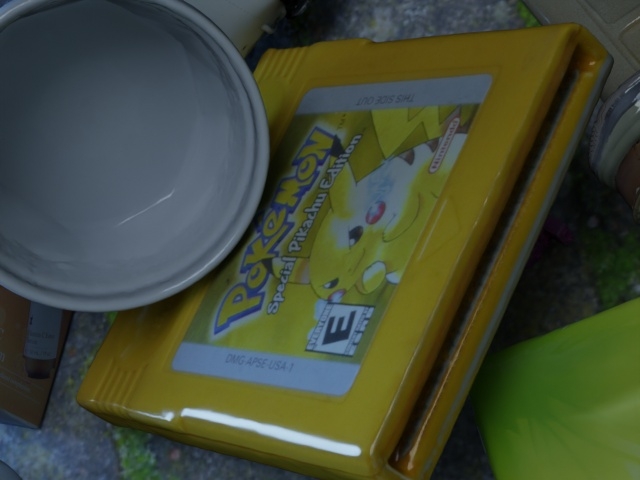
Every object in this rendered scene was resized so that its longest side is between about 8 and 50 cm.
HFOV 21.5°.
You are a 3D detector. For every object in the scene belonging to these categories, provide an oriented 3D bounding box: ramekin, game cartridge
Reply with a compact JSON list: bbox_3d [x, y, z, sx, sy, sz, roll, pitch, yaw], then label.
[{"bbox_3d":[-0.142,-0.068,1.063,0.207,0.207,0.109,-43,22,3],"label":"ramekin"},{"bbox_3d":[0.000,0.000,1.034,0.323,0.052,0.285,4,63,52],"label":"game cartridge"}]

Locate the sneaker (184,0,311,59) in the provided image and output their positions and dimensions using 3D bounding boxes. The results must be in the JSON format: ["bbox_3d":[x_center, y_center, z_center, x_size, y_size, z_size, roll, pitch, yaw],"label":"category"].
[{"bbox_3d":[-0.055,-0.196,1.187,0.330,0.146,0.122,-22,31,-16],"label":"sneaker"}]

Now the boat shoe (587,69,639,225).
[{"bbox_3d":[0.311,-0.093,0.941,0.324,0.123,0.116,-33,63,7],"label":"boat shoe"}]

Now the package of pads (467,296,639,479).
[{"bbox_3d":[0.245,0.129,0.910,0.296,0.101,0.229,-23,59,16],"label":"package of pads"}]

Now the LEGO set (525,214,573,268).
[{"bbox_3d":[0.075,0.050,1.035,0.093,0.087,0.227,31,85,33],"label":"LEGO set"}]

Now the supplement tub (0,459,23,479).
[{"bbox_3d":[-0.302,0.205,1.088,0.272,0.191,0.191,16,76,30],"label":"supplement tub"}]

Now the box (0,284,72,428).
[{"bbox_3d":[-0.241,0.028,1.173,0.091,0.130,0.170,4,71,29],"label":"box"}]

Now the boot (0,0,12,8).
[{"bbox_3d":[-0.222,-0.200,1.293,0.263,0.091,0.229,-48,48,-9],"label":"boot"}]

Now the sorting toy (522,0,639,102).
[{"bbox_3d":[0.240,-0.174,1.076,0.196,0.047,0.348,-37,58,7],"label":"sorting toy"}]
